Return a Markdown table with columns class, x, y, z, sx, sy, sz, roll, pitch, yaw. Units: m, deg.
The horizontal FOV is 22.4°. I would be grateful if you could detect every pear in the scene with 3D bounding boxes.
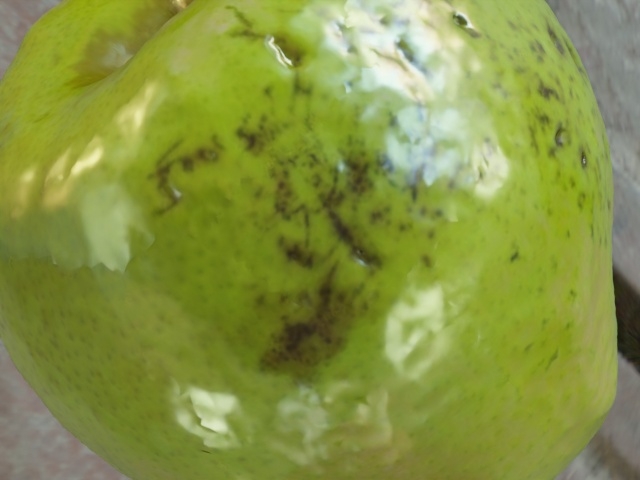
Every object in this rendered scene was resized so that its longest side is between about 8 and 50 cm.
| class | x | y | z | sx | sy | sz | roll | pitch | yaw |
| --- | --- | --- | --- | --- | --- | --- | --- | --- | --- |
| pear | 0.000 | 0.000 | 0.919 | 0.391 | 0.391 | 0.391 | -1 | 86 | 11 |
